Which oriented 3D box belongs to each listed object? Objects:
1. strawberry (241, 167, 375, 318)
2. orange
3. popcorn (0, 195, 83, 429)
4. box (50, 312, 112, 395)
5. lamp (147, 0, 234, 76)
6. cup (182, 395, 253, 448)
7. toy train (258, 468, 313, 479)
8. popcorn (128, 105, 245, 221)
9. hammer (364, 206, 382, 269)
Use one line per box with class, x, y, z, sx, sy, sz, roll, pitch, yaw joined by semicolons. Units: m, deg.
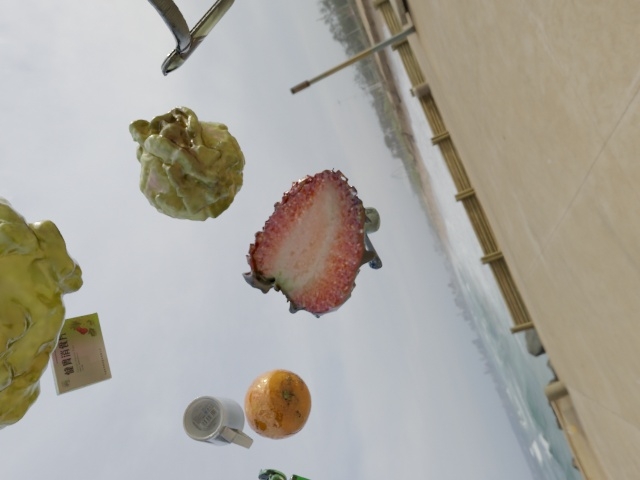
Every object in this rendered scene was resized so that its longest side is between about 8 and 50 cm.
strawberry;0.000;0.000;0.870;0.233;0.306;0.137;34;-158;-2
orange;-0.153;0.588;1.541;0.246;0.246;0.246;59;-163;-30
popcorn;-0.396;0.090;0.443;0.235;0.242;0.250;16;-130;-22
box;-0.893;0.412;1.578;0.175;0.062;0.260;-9;-105;-41
lamp;-0.223;-0.401;0.632;0.124;0.203;0.283;28;168;29
cup;-0.152;0.284;0.658;0.104;0.074;0.116;32;159;15
toy train;-0.085;0.695;1.083;0.120;0.202;0.300;-68;-7;-55
popcorn;-0.276;-0.156;0.919;0.212;0.259;0.259;43;177;37
hammer;0.106;-0.003;1.023;0.194;0.116;0.069;-111;11;-46
